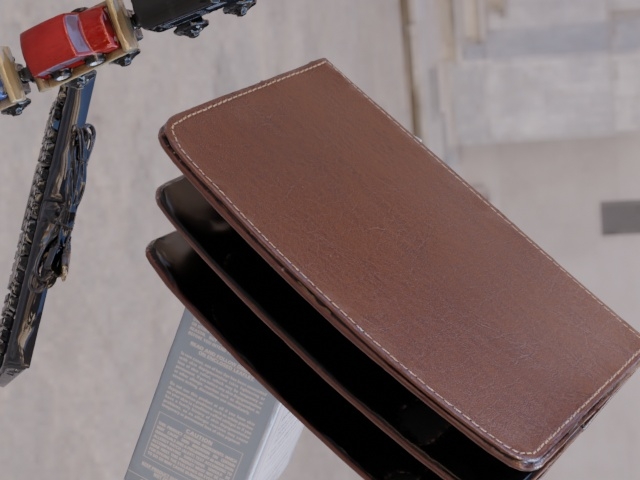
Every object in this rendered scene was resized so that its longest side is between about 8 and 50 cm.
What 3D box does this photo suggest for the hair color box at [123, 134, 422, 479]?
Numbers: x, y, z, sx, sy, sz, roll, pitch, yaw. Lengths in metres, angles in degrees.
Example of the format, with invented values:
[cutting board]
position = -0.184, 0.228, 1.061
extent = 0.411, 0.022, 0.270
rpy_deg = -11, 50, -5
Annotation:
[hair color box]
position = -0.046, 0.071, 1.421
extent = 0.374, 0.113, 0.185
rpy_deg = -68, 170, 24

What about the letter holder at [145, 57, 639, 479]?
[letter holder]
position = 0.023, 0.052, 1.018
extent = 0.214, 0.302, 0.152
rpy_deg = -29, 158, -55

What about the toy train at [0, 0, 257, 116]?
[toy train]
position = -0.096, -0.074, 0.617
extent = 0.036, 0.158, 0.027
rpy_deg = -11, 81, -70

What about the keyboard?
[keyboard]
position = -0.263, -0.023, 1.523
extent = 0.201, 0.033, 0.317
rpy_deg = -34, -137, 58
